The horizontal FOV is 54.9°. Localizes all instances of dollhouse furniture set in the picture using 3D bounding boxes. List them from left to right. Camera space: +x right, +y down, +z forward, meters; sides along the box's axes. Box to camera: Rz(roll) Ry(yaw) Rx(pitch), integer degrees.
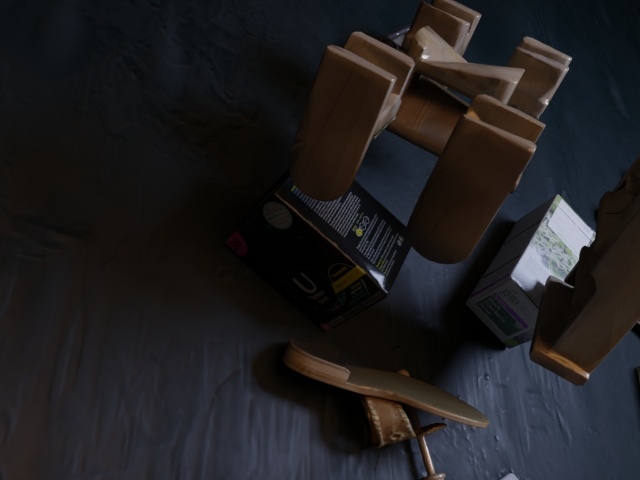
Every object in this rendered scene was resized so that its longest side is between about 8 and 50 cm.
[{"bbox_3d":[0.197,-0.063,0.714,0.394,0.256,0.362,29,36,10],"label":"dollhouse furniture set"}]

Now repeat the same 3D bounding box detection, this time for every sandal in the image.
[{"bbox_3d":[0.061,0.186,0.679,0.240,0.088,0.079,23,95,-9],"label":"sandal"}]

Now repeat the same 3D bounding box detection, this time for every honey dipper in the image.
[{"bbox_3d":[0.116,0.227,0.712,0.030,0.030,0.161,2,62,-35],"label":"honey dipper"}]

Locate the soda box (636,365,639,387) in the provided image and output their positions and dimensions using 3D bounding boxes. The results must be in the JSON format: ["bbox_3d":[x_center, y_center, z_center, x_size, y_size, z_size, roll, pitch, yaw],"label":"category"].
[{"bbox_3d":[0.559,0.286,0.976,0.061,0.058,0.181,23,53,-23],"label":"soda box"}]

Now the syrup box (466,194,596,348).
[{"bbox_3d":[0.317,0.041,0.915,0.093,0.096,0.237,46,50,-1],"label":"syrup box"}]

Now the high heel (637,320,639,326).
[{"bbox_3d":[0.523,0.106,1.024,0.261,0.093,0.186,-4,62,-46],"label":"high heel"}]

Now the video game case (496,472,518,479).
[{"bbox_3d":[0.184,0.428,0.592,0.329,0.036,0.300,-13,57,-40],"label":"video game case"}]

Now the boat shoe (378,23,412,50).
[{"bbox_3d":[0.109,-0.261,0.939,0.103,0.092,0.285,44,48,-7],"label":"boat shoe"}]

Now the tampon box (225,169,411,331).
[{"bbox_3d":[0.000,0.000,0.695,0.161,0.120,0.101,41,47,-9],"label":"tampon box"}]
